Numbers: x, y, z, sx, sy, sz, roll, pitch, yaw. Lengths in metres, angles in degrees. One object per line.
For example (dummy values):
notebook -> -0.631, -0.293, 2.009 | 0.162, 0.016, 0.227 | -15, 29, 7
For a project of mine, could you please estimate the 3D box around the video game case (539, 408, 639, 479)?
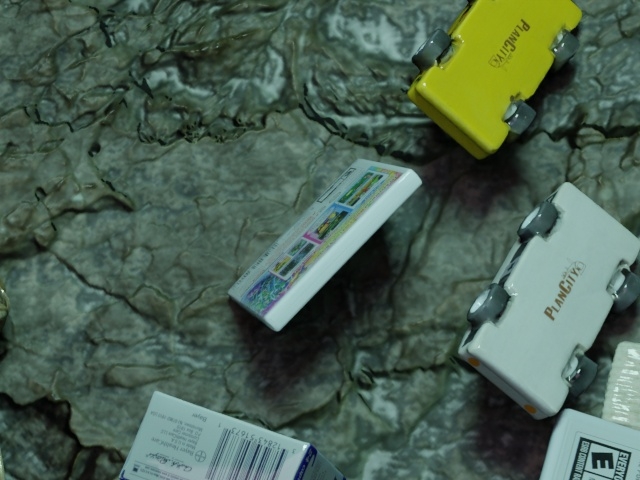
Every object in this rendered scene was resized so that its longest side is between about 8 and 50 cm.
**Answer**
video game case -> 0.262, 0.286, 1.075 | 0.299, 0.036, 0.329 | 17, 50, 8

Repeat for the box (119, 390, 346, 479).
box -> -0.062, 0.176, 1.224 | 0.126, 0.137, 0.072 | 17, 76, 18

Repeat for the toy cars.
toy cars -> 0.145, -0.042, 1.279 | 0.176, 0.087, 0.394 | 3, 64, -28

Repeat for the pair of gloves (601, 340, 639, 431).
pair of gloves -> 0.334, 0.064, 1.228 | 0.204, 0.042, 0.240 | 19, 76, 18

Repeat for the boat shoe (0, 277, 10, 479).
boat shoe -> -0.304, 0.057, 1.341 | 0.110, 0.121, 0.341 | -6, 79, 6

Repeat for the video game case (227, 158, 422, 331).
video game case -> 0.000, 0.000, 1.284 | 0.157, 0.143, 0.019 | -45, 105, -6
